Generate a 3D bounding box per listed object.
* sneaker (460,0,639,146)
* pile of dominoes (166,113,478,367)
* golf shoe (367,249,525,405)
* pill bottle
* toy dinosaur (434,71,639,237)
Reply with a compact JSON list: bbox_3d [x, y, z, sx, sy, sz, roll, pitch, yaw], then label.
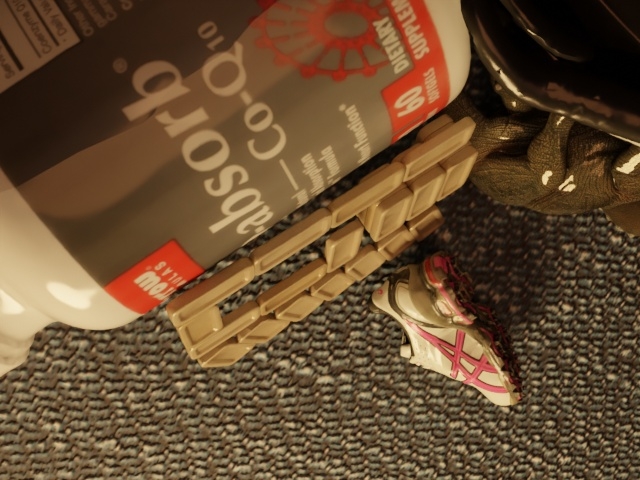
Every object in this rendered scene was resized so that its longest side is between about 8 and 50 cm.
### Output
[{"bbox_3d":[0.105,-0.218,0.411,0.169,0.257,0.447,-41,85,30],"label":"sneaker"},{"bbox_3d":[0.000,0.000,0.640,0.251,0.040,0.196,-32,163,-14],"label":"pile of dominoes"},{"bbox_3d":[0.115,0.086,0.776,0.086,0.067,0.186,-26,123,23],"label":"golf shoe"},{"bbox_3d":[-0.111,-0.077,0.530,0.363,0.210,0.210,-35,120,-2],"label":"pill bottle"},{"bbox_3d":[0.186,-0.068,0.691,0.314,0.121,0.160,3,145,-7],"label":"toy dinosaur"}]
